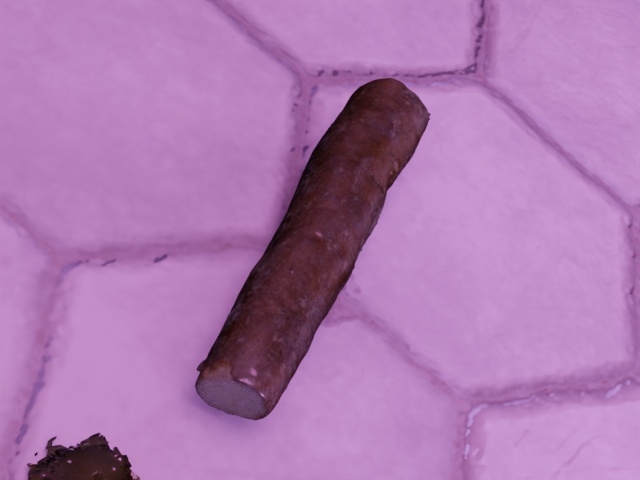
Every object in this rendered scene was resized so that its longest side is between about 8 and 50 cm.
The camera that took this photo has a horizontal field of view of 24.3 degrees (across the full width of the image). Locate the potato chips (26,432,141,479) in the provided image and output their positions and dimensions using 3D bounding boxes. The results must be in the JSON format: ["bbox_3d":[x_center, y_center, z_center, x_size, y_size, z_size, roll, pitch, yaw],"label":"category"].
[{"bbox_3d":[-0.167,0.170,0.690,0.220,0.029,0.202,-20,67,-35],"label":"potato chips"}]

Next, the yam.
[{"bbox_3d":[0.000,0.000,0.889,0.061,0.061,0.274,31,47,-3],"label":"yam"}]
